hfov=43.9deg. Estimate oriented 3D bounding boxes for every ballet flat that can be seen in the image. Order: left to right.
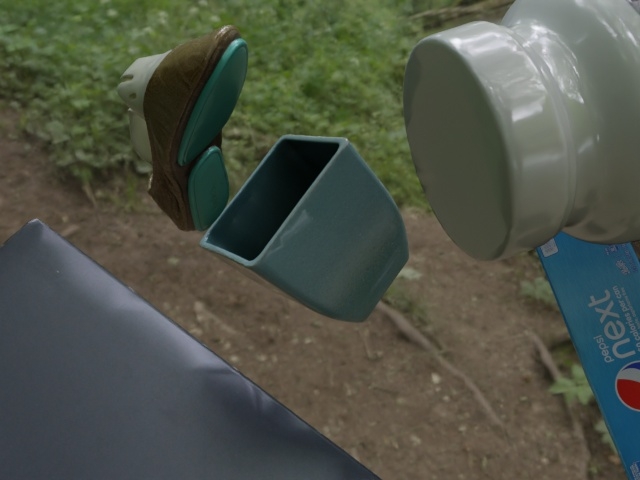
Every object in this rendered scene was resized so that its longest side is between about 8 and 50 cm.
[{"bbox_3d":[-0.158,-0.127,0.869,0.116,0.124,0.342,-53,-8,-25],"label":"ballet flat"}]

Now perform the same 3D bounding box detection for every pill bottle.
[{"bbox_3d":[0.202,-0.090,0.472,0.278,0.162,0.162,-18,11,-12],"label":"pill bottle"}]

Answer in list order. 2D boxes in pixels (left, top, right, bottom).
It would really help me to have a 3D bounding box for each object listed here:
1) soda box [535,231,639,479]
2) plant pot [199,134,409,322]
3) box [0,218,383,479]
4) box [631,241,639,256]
[{"bbox_3d":[0.228,0.080,0.589,0.067,0.210,0.071,-24,-29,20],"label":"soda box"},{"bbox_3d":[0.000,0.000,1.322,0.248,0.252,0.247,-54,26,-10],"label":"plant pot"},{"bbox_3d":[-0.162,0.209,0.638,0.179,0.343,0.312,-53,0,-34],"label":"box"},{"bbox_3d":[0.539,-0.113,0.967,0.297,0.472,0.480,-35,-27,2],"label":"box"}]
